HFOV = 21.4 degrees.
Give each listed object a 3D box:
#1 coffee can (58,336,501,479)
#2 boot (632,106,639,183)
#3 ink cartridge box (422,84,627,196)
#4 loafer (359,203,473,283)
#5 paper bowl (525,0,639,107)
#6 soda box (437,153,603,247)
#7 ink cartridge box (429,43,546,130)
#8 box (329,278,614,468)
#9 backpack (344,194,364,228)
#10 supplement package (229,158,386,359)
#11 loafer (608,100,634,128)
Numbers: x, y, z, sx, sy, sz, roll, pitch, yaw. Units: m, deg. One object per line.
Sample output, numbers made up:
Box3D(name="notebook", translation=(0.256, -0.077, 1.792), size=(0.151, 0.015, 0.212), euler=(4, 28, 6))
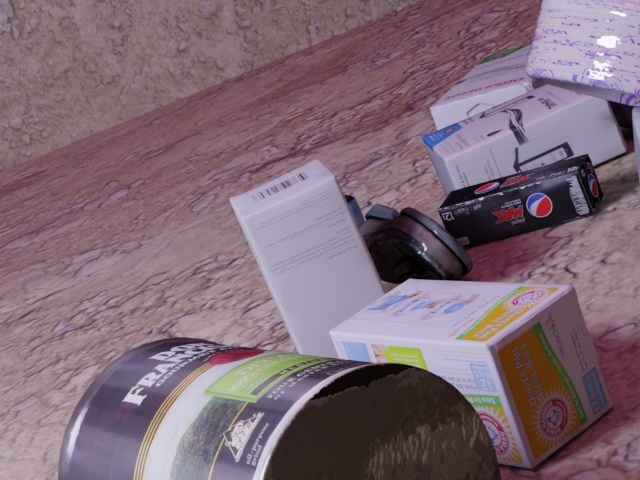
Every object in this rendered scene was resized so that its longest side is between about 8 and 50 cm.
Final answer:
Box3D(name="coffee can", translation=(-0.035, 0.177, 1.199), size=(0.201, 0.201, 0.275), euler=(-32, 18, -30))
Box3D(name="boot", translation=(0.387, -0.081, 1.711), size=(0.123, 0.095, 0.258), euler=(-8, 20, 5))
Box3D(name="ink cartridge box", translation=(0.239, -0.114, 2.000), size=(0.203, 0.086, 0.148), euler=(-24, 15, -2))
Box3D(name="loafer", translation=(0.086, 0.021, 1.801), size=(0.084, 0.096, 0.267), euler=(-45, 11, -6))
Box3D(name="paper bowl", translation=(0.369, -0.211, 1.780), size=(0.284, 0.148, 0.284), euler=(13, 3, -1))
Box3D(name="soda box", translation=(0.218, -0.041, 1.847), size=(0.169, 0.053, 0.060), euler=(-15, 17, 26))
Box3D(name="ink cartridge box", translation=(0.257, -0.188, 2.221), size=(0.153, 0.087, 0.208), euler=(-12, 18, 34))
Box3D(name="box", translation=(0.121, 0.104, 1.380), size=(0.103, 0.114, 0.203), euler=(-31, 18, -32))
Box3D(name="backpack", translation=(0.000, 0.000, 1.960), size=(0.114, 0.084, 0.105), euler=(-30, 14, -7))
Box3D(name="supplement package", translation=(-0.005, 0.025, 1.704), size=(0.105, 0.179, 0.105), euler=(-24, 16, -5))
Box3D(name="loafer", translation=(0.458, -0.228, 2.045), size=(0.302, 0.109, 0.095), euler=(-32, 13, -20))
